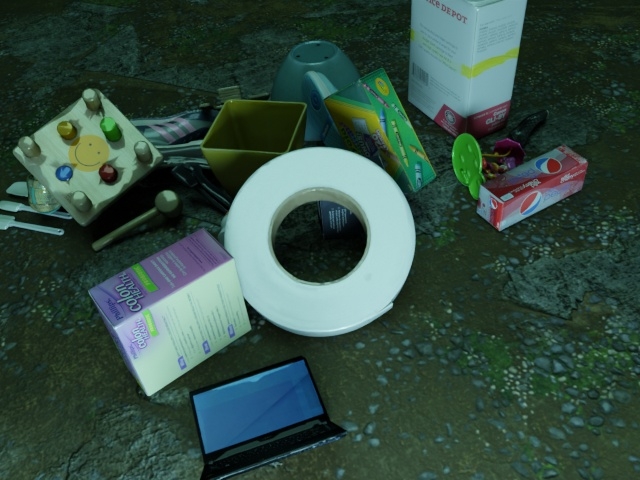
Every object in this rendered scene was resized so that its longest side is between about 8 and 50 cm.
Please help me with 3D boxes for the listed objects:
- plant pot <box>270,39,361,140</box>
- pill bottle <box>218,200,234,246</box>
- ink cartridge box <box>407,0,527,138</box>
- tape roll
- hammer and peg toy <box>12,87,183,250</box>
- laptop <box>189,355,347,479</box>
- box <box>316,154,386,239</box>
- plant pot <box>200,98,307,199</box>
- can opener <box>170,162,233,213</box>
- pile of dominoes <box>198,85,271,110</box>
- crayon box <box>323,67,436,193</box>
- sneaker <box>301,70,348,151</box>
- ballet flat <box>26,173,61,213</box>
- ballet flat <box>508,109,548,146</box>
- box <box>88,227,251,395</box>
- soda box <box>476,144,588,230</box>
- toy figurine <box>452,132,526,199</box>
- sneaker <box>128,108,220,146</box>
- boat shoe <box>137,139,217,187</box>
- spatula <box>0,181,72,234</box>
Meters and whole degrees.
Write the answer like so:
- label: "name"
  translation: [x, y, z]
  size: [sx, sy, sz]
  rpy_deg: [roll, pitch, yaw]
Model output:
- label: "plant pot"
  translation: [-0.011, -0.446, 1.771]
  size: [0.290, 0.195, 0.290]
  rpy_deg: [-3, 45, 3]
- label: "pill bottle"
  translation: [-0.179, -0.049, 1.459]
  size: [0.086, 0.086, 0.152]
  rpy_deg: [9, 46, 15]
- label: "ink cartridge box"
  translation: [0.373, -0.500, 1.648]
  size: [0.160, 0.385, 0.279]
  rpy_deg: [-22, 47, -16]
- label: "tape roll"
  translation: [0.000, 0.000, 1.274]
  size: [0.391, 0.072, 0.392]
  rpy_deg: [-1, 74, 2]
- label: "hammer and peg toy"
  translation: [-0.513, -0.159, 1.471]
  size: [0.266, 0.127, 0.361]
  rpy_deg: [-43, 83, -15]
- label: "laptop"
  translation: [-0.103, 0.292, 1.063]
  size: [0.234, 0.264, 0.137]
  rpy_deg: [-17, 82, -10]
- label: "box"
  translation: [0.070, -0.097, 1.432]
  size: [0.158, 0.156, 0.093]
  rpy_deg: [-9, 43, -4]
- label: "plant pot"
  translation: [-0.149, -0.210, 1.549]
  size: [0.212, 0.187, 0.212]
  rpy_deg: [5, 46, 11]
- label: "can opener"
  translation: [-0.281, -0.124, 1.535]
  size: [0.186, 0.059, 0.073]
  rpy_deg: [39, 60, 1]
- label: "pile of dominoes"
  translation: [-0.242, -0.407, 1.771]
  size: [0.195, 0.040, 0.251]
  rpy_deg: [-11, 11, -4]
- label: "crayon box"
  translation: [0.135, -0.240, 1.456]
  size: [0.081, 0.279, 0.165]
  rpy_deg: [-34, 12, -26]
- label: "sneaker"
  translation: [0.097, -0.324, 1.640]
  size: [0.208, 0.127, 0.319]
  rpy_deg: [-25, 80, -25]
- label: "ballet flat"
  translation: [-0.662, -0.213, 1.647]
  size: [0.123, 0.123, 0.349]
  rpy_deg: [4, 41, 10]
- label: "ballet flat"
  translation: [0.562, -0.304, 1.681]
  size: [0.173, 0.049, 0.057]
  rpy_deg: [-38, 8, -30]
- label: "box"
  translation: [-0.276, 0.135, 1.189]
  size: [0.243, 0.214, 0.117]
  rpy_deg: [-32, 50, -24]
- label: "soda box"
  translation: [0.495, -0.124, 1.458]
  size: [0.263, 0.092, 0.083]
  rpy_deg: [-25, 46, -18]
- label: "toy figurine"
  translation: [0.433, -0.189, 1.534]
  size: [0.159, 0.130, 0.173]
  rpy_deg: [-9, 65, -17]
- label: "sneaker"
  translation: [-0.400, -0.273, 1.724]
  size: [0.318, 0.112, 0.131]
  rpy_deg: [-13, 71, -13]
- label: "boat shoe"
  translation: [-0.400, -0.184, 1.604]
  size: [0.335, 0.112, 0.096]
  rpy_deg: [-10, 67, 2]
- label: "spatula"
  translation: [-0.729, -0.083, 1.603]
  size: [0.241, 0.019, 0.168]
  rpy_deg: [8, 45, 15]
